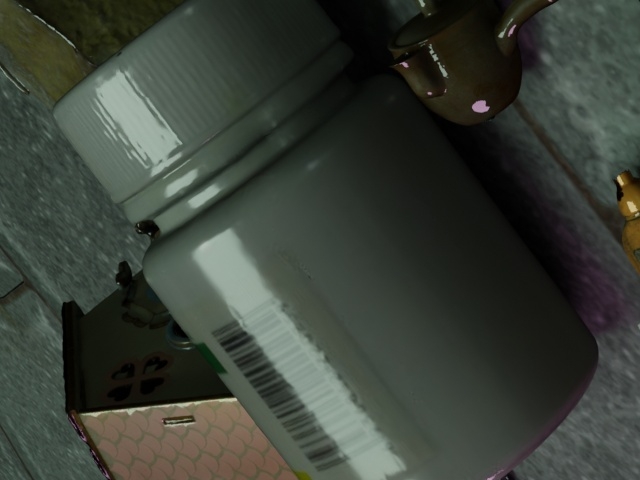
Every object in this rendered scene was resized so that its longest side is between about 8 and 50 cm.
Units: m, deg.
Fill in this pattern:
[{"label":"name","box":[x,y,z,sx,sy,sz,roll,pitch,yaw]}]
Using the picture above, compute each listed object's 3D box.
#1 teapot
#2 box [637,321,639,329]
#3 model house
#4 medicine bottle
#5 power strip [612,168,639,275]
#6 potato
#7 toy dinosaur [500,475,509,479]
[{"label":"teapot","box":[0.089,-0.108,0.945,0.110,0.085,0.080,-17,114,41]},{"label":"box","box":[0.237,0.017,0.868,0.040,0.084,0.154,49,154,-3]},{"label":"model house","box":[-0.091,0.090,1.305,0.326,0.244,0.169,21,145,46]},{"label":"medicine bottle","box":[0.000,0.000,1.074,0.340,0.208,0.208,53,154,-6]},{"label":"power strip","box":[0.222,0.032,0.975,0.178,0.028,0.049,53,154,-9]},{"label":"potato","box":[-0.154,-0.137,1.261,0.243,0.098,0.138,37,156,11]},{"label":"toy dinosaur","box":[0.115,0.196,1.347,0.209,0.039,0.082,37,151,0]}]
